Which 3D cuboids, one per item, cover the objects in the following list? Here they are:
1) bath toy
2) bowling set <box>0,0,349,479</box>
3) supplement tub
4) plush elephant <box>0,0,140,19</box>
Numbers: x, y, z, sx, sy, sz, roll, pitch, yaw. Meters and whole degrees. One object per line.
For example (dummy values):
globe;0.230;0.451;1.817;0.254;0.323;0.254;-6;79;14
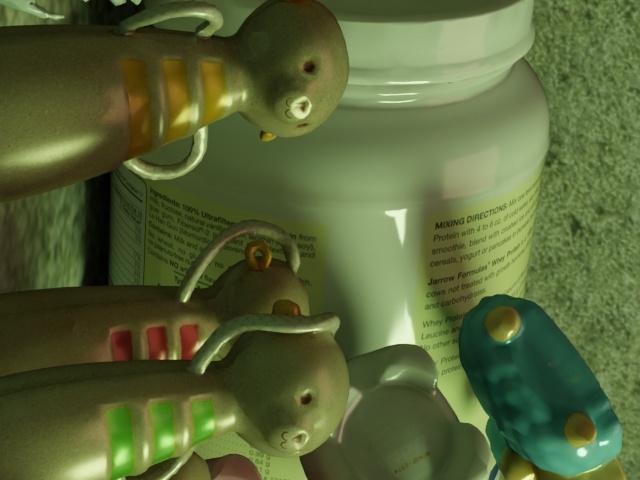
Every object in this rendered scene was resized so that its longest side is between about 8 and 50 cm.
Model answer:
bath toy;-0.027;0.156;0.765;0.151;0.348;0.129;63;-19;9
bowling set;-0.049;0.081;0.544;0.287;0.154;0.200;103;-32;-46
supplement tub;0.000;0.000;0.916;0.235;0.235;0.325;-65;162;-63
plush elephant;-0.051;-0.198;0.287;0.330;0.272;0.255;112;-13;-83
